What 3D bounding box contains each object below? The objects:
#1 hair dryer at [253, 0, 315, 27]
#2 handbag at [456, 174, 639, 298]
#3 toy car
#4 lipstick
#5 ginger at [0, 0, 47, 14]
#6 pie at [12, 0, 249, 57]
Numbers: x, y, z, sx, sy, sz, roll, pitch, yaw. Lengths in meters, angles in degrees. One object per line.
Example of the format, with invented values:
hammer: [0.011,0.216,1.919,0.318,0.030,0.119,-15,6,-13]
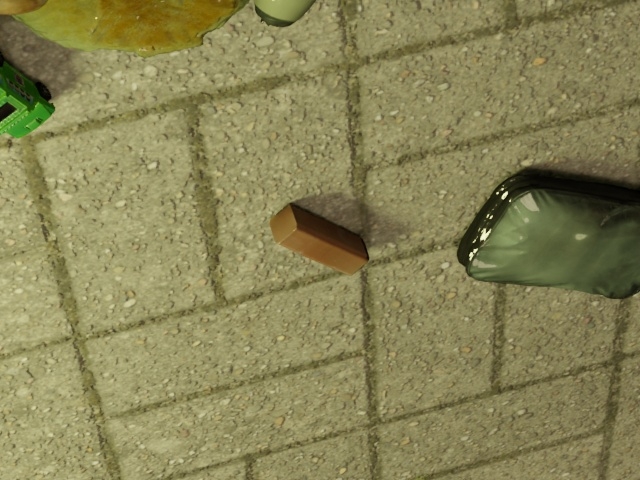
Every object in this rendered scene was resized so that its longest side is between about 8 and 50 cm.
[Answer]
hair dryer: [0.033,-0.349,2.009,0.225,0.088,0.219,-19,140,-23]
handbag: [0.363,-0.002,2.567,0.332,0.075,0.191,9,131,-27]
toy car: [-0.366,-0.165,2.055,0.071,0.062,0.165,-33,140,16]
lipstick: [0.000,0.000,2.426,0.045,0.045,0.145,-38,139,26]
ginger: [-0.397,-0.278,1.807,0.244,0.155,0.304,26,138,-23]
pie: [-0.204,-0.291,1.938,0.306,0.071,0.306,-10,154,-5]
